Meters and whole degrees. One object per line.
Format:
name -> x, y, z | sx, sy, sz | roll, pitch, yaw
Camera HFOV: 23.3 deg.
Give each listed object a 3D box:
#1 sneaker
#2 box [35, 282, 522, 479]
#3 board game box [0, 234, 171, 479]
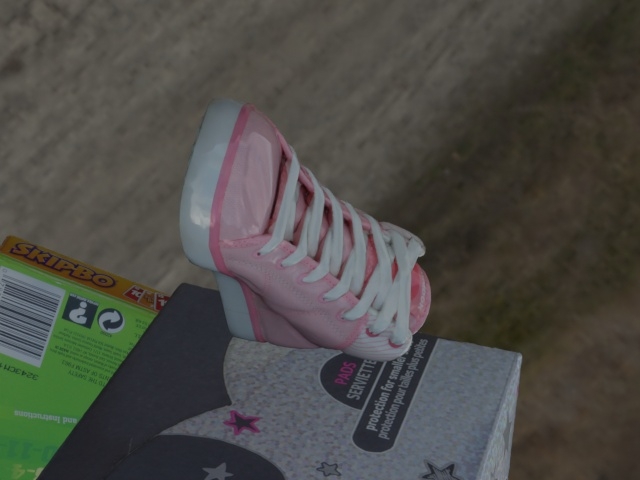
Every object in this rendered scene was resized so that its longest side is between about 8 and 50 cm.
sneaker -> 0.000, 0.000, 0.486 | 0.134, 0.070, 0.051 | 75, 27, -65
box -> -0.023, 0.142, 0.595 | 0.247, 0.163, 0.142 | -59, 156, -57
board game box -> -0.153, 0.131, 0.865 | 0.039, 0.124, 0.259 | -76, -172, -67
